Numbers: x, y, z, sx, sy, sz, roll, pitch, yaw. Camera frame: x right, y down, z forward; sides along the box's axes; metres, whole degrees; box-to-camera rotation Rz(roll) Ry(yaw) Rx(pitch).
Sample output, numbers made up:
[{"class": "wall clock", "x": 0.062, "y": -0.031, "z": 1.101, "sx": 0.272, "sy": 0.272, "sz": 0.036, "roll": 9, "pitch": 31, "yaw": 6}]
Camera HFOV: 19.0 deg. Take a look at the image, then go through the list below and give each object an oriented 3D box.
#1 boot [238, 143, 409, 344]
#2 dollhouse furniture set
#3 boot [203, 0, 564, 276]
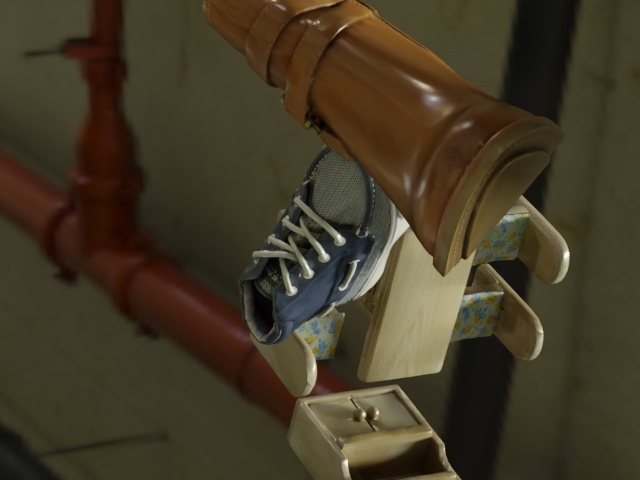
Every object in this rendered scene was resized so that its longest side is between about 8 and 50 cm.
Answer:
[{"class": "boot", "x": 0.000, "y": 0.000, "z": 1.144, "sx": 0.069, "sy": 0.086, "sz": 0.190, "roll": 46, "pitch": -24, "yaw": 19}, {"class": "dollhouse furniture set", "x": 0.074, "y": 0.101, "z": 1.465, "sx": 0.161, "sy": 0.212, "sz": 0.242, "roll": 51, "pitch": -43, "yaw": 45}, {"class": "boot", "x": 0.017, "y": -0.061, "z": 0.779, "sx": 0.152, "sy": 0.073, "sz": 0.197, "roll": 41, "pitch": 0, "yaw": 1}]
